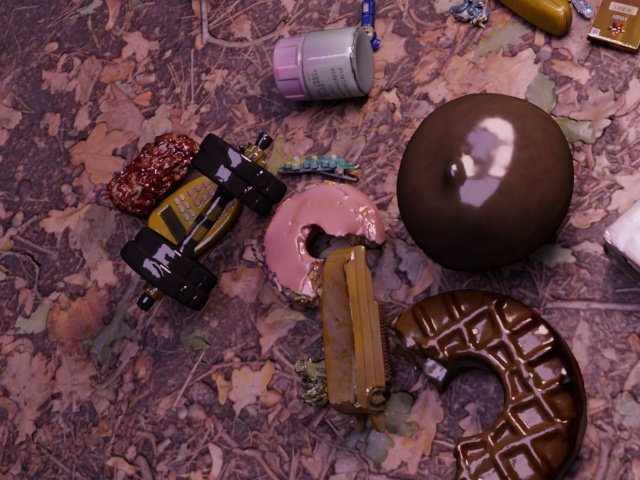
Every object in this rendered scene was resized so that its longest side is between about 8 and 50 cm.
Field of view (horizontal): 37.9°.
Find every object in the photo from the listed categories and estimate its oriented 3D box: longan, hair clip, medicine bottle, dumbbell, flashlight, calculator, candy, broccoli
[{"bbox_3d":[0.260,-0.088,1.493,0.297,0.297,0.298,-8,67,19],"label":"longan"},{"bbox_3d":[-0.003,-0.142,1.757,0.172,0.049,0.049,6,72,25],"label":"hair clip"},{"bbox_3d":[0.007,-0.333,1.772,0.168,0.135,0.135,-2,69,20],"label":"medicine bottle"},{"bbox_3d":[-0.209,-0.034,1.687,0.185,0.185,0.388,34,88,29],"label":"dumbbell"},{"bbox_3d":[0.092,-0.429,1.831,0.057,0.035,0.121,-5,68,21],"label":"flashlight"},{"bbox_3d":[-0.256,-0.037,1.820,0.234,0.032,0.146,-38,61,3],"label":"calculator"},{"bbox_3d":[0.470,-0.421,1.684,0.030,0.020,0.083,-35,63,8],"label":"candy"},{"bbox_3d":[-0.001,0.224,1.582,0.097,0.092,0.095,-43,39,19],"label":"broccoli"}]

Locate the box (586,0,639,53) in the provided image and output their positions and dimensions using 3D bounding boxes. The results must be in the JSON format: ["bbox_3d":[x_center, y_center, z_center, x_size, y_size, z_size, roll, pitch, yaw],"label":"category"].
[{"bbox_3d":[0.535,-0.401,1.641,0.090,0.023,0.133,20,78,20],"label":"box"}]

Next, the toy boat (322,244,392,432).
[{"bbox_3d":[0.064,0.163,1.548,0.089,0.115,0.311,-16,75,44],"label":"toy boat"}]

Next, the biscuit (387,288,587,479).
[{"bbox_3d":[0.272,0.237,1.451,0.268,0.115,0.366,-27,63,11],"label":"biscuit"}]

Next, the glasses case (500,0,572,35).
[{"bbox_3d":[0.369,-0.457,1.707,0.064,0.079,0.234,-40,60,-5],"label":"glasses case"}]

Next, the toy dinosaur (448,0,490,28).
[{"bbox_3d":[0.280,-0.430,1.758,0.083,0.030,0.047,35,83,30],"label":"toy dinosaur"}]

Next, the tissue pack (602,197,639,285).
[{"bbox_3d":[0.593,-0.025,1.419,0.271,0.124,0.201,-44,60,0],"label":"tissue pack"}]

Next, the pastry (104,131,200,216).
[{"bbox_3d":[-0.328,-0.133,1.839,0.208,0.097,0.115,-43,43,0],"label":"pastry"}]

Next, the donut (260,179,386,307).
[{"bbox_3d":[0.000,0.000,1.671,0.233,0.085,0.199,-39,61,4],"label":"donut"}]
